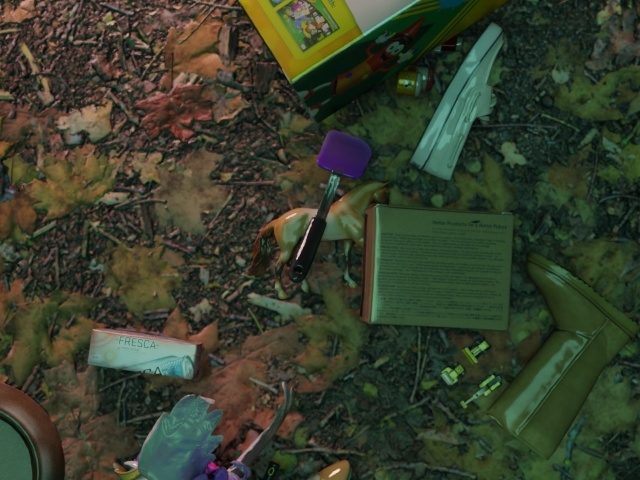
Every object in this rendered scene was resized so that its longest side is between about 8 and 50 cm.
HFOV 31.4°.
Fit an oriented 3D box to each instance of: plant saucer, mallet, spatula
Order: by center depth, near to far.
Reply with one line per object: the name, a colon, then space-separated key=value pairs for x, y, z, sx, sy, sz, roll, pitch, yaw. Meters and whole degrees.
spatula: x=0.008 y=-0.057 z=1.859 sx=0.084 sy=0.030 sz=0.296 roll=19 pitch=65 yaw=4
plant saucer: x=-0.588 y=0.389 z=1.910 sx=0.310 sy=0.050 sz=0.311 roll=0 pitch=87 yaw=-9
mallet: x=-0.124 y=0.458 z=1.913 sx=0.062 sy=0.039 sz=0.190 roll=17 pitch=85 yaw=7

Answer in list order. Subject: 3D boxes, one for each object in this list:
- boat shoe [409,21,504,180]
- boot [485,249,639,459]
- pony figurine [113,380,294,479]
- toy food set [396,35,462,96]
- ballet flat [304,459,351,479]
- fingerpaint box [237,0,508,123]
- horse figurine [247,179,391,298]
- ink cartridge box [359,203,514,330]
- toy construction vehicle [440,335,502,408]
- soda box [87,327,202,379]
boat shoe: x=0.245 y=-0.225 z=1.876 sx=0.088 sy=0.096 sz=0.268 roll=28 pitch=92 yaw=0
boot: x=0.360 y=0.186 z=1.849 sx=0.236 sy=0.089 sz=0.269 roll=37 pitch=92 yaw=-3
pony figurine: x=-0.172 y=0.412 z=1.790 sx=0.351 sy=0.303 sz=0.363 roll=-48 pitch=58 yaw=21
toy food set: x=0.191 y=-0.333 z=1.869 sx=0.104 sy=0.111 sz=0.232 roll=8 pitch=74 yaw=4
ballet flat: x=-0.034 y=0.452 z=1.877 sx=0.073 sy=0.080 sz=0.232 roll=31 pitch=90 yaw=-16
fingerpaint box: x=0.026 y=-0.472 z=1.804 sx=0.371 sy=0.163 sz=0.445 roll=-33 pitch=66 yaw=3
horse figurine: x=0.000 y=0.000 z=1.901 sx=0.263 sy=0.066 sz=0.175 roll=-8 pitch=92 yaw=2
ink cartridge box: x=0.187 y=0.045 z=1.851 sx=0.234 sy=0.088 sz=0.193 roll=4 pitch=88 yaw=-10
toy construction vehicle: x=0.255 y=0.220 z=1.890 sx=0.098 sy=0.035 sz=0.086 roll=-35 pitch=86 yaw=2
soda box: x=-0.295 y=0.190 z=1.919 sx=0.183 sy=0.058 sz=0.063 roll=7 pitch=89 yaw=5
